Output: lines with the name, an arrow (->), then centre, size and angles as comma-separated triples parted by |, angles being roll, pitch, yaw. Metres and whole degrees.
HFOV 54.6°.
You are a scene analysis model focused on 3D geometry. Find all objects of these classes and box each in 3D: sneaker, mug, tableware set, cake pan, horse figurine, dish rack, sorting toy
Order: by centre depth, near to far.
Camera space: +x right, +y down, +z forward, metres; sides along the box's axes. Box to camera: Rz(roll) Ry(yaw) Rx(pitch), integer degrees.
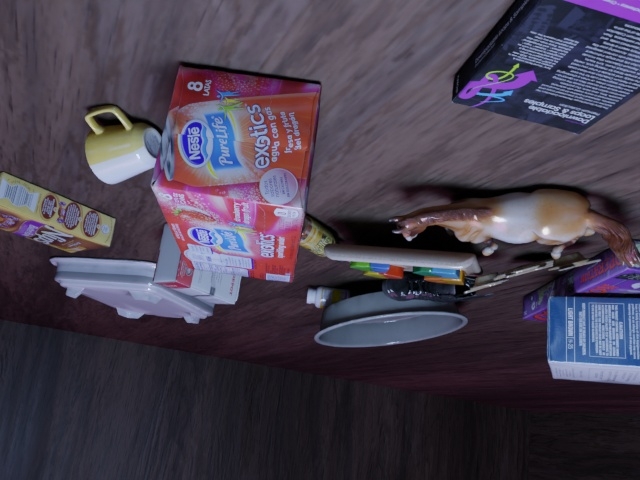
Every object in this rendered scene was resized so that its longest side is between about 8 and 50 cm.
mug -> -0.203, -0.097, 0.645 | 0.064, 0.062, 0.078 | -9, 164, 22
horse figurine -> 0.229, -0.016, 0.712 | 0.263, 0.066, 0.174 | 3, 168, 22
tableware set -> 0.281, 0.042, 0.837 | 0.141, 0.020, 0.169 | -13, 174, -13
sorting toy -> 0.123, 0.036, 0.865 | 0.193, 0.038, 0.208 | 4, 176, 18
sneaker -> 0.196, 0.076, 1.033 | 0.170, 0.051, 0.089 | 10, 162, -22
cake pan -> 0.131, 0.151, 1.190 | 0.293, 0.054, 0.293 | -5, 161, -2
dish rack -> -0.400, 0.120, 1.371 | 0.286, 0.072, 0.333 | 1, 162, 16

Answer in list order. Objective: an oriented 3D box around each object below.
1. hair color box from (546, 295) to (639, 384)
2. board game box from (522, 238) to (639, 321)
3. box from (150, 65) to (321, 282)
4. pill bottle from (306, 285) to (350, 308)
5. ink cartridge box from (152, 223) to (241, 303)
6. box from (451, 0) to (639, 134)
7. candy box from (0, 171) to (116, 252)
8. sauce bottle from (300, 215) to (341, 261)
hair color box -> 0.516, 0.152, 0.898 | 0.347, 0.105, 0.174 | 0, 161, 23
board game box -> 0.473, 0.082, 0.946 | 0.208, 0.056, 0.347 | 12, 162, 0
box -> -0.077, -0.050, 0.628 | 0.128, 0.122, 0.257 | 8, 162, -2
pill bottle -> 0.016, 0.114, 1.222 | 0.083, 0.043, 0.043 | 7, 162, 2
ink cartridge box -> -0.189, 0.038, 0.984 | 0.056, 0.099, 0.135 | -5, 158, 33
box -> 0.178, -0.132, 0.433 | 0.116, 0.029, 0.162 | 12, 160, -11
candy box -> -0.418, -0.036, 0.927 | 0.109, 0.053, 0.187 | -7, 158, 37
sauce bottle -> 0.000, 0.000, 0.887 | 0.042, 0.042, 0.128 | -5, 160, 34
